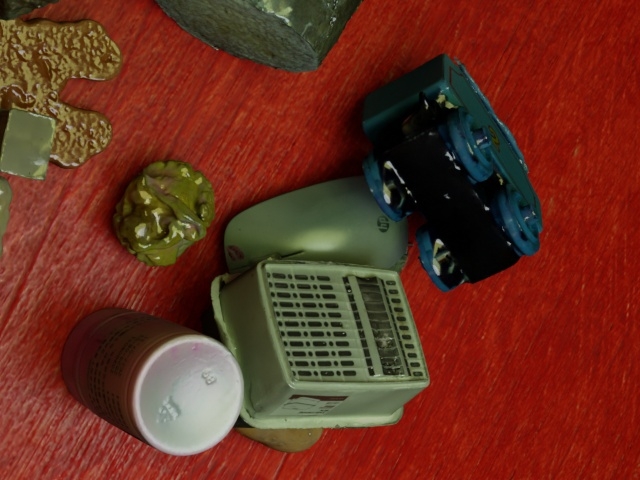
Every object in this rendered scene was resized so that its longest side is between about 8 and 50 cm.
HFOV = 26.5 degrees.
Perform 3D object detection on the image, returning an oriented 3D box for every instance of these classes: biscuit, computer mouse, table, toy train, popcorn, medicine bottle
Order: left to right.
[{"bbox_3d":[-0.410,-0.198,1.699,0.333,0.047,0.202,4,93,-33],"label":"biscuit"},{"bbox_3d":[-0.372,-0.119,1.655,0.062,0.083,0.079,12,90,-34],"label":"table"},{"bbox_3d":[-0.219,0.174,1.731,0.152,0.254,0.152,-4,97,-29],"label":"medicine bottle"},{"bbox_3d":[-0.206,-0.038,1.801,0.145,0.126,0.126,-35,87,-6],"label":"popcorn"},{"bbox_3d":[0.004,0.000,1.930,0.288,0.097,0.159,-19,102,-30],"label":"computer mouse"},{"bbox_3d":[0.187,-0.098,1.939,0.188,0.265,0.300,-27,116,21],"label":"toy train"}]

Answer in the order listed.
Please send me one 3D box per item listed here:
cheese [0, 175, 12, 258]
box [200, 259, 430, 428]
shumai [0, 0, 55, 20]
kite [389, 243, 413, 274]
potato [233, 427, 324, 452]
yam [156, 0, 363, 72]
[{"bbox_3d":[-0.510,-0.021,1.635,0.263,0.093,0.159,9,88,-30],"label":"cheese"},{"bbox_3d":[-0.009,0.143,1.809,0.290,0.166,0.221,5,60,-39],"label":"box"},{"bbox_3d":[-0.295,-0.434,1.606,0.304,0.309,0.263,-22,105,1],"label":"shumai"},{"bbox_3d":[0.025,0.112,2.010,0.267,0.013,0.323,40,74,-27],"label":"kite"},{"bbox_3d":[-0.063,0.233,1.915,0.178,0.109,0.118,34,68,-26],"label":"potato"},{"bbox_3d":[-0.032,-0.395,1.809,0.241,0.241,0.348,41,73,-28],"label":"yam"}]
